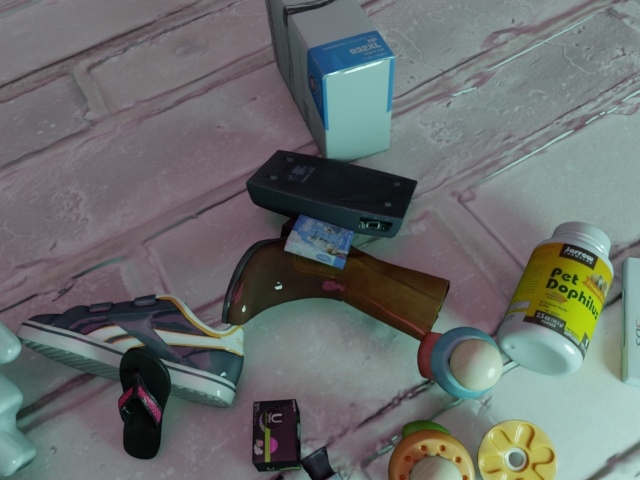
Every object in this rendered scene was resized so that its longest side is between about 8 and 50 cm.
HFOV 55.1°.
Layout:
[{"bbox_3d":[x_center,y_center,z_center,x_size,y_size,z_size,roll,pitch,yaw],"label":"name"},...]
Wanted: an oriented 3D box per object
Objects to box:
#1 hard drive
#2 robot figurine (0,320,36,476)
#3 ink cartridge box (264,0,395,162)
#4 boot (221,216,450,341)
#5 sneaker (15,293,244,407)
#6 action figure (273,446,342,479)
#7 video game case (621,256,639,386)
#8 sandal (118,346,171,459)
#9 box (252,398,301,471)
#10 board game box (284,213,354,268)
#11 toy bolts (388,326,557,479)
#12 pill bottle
[{"bbox_3d":[0.022,-0.079,1.012,0.255,0.054,0.172,14,31,10],"label":"hard drive"},{"bbox_3d":[-0.541,0.204,0.789,0.353,0.200,0.300,43,67,-2],"label":"robot figurine"},{"bbox_3d":[0.011,-0.324,1.109,0.129,0.223,0.307,-19,58,-8],"label":"ink cartridge box"},{"bbox_3d":[0.027,0.089,0.898,0.280,0.096,0.264,26,32,17],"label":"boot"},{"bbox_3d":[-0.265,0.142,0.893,0.321,0.126,0.127,15,64,1],"label":"sneaker"},{"bbox_3d":[0.046,0.391,0.723,0.185,0.099,0.285,-28,71,-21],"label":"action figure"},{"bbox_3d":[0.559,0.132,0.887,0.227,0.026,0.206,10,59,11],"label":"video game case"},{"bbox_3d":[-0.237,0.225,0.811,0.067,0.179,0.040,8,21,4],"label":"sandal"},{"bbox_3d":[-0.059,0.266,0.836,0.062,0.052,0.083,-5,56,2],"label":"box"},{"bbox_3d":[0.000,0.000,0.914,0.090,0.020,0.090,17,30,2],"label":"board game box"},{"bbox_3d":[0.196,0.221,0.740,0.218,0.158,0.228,5,81,3],"label":"toy bolts"},{"bbox_3d":[0.345,0.078,0.884,0.117,0.117,0.215,23,62,18],"label":"pill bottle"}]
